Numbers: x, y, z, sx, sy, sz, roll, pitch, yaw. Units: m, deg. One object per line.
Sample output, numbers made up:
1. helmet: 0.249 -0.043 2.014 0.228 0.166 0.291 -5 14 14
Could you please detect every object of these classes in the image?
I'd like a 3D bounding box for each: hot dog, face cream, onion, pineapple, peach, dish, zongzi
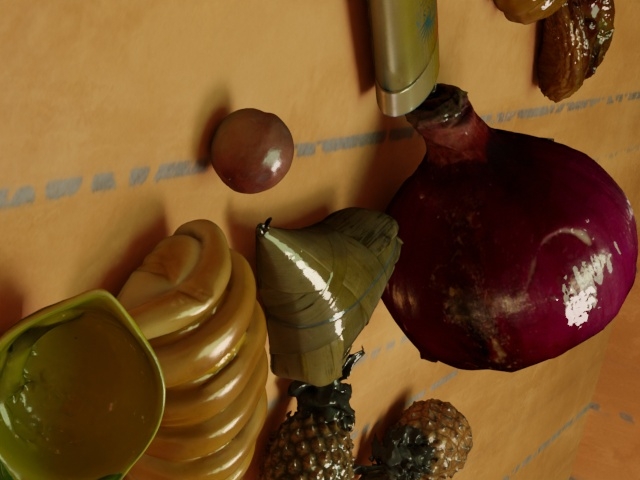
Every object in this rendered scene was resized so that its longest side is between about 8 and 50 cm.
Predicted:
1. hot dog: 0.389 -0.319 2.489 0.160 0.099 0.227 -58 153 -35
2. face cream: 0.092 -0.260 1.801 0.285 0.067 0.139 82 26 -55
3. onion: 0.204 -0.028 1.990 0.347 0.348 0.385 -53 125 -42
4. pineapple: -0.003 0.201 1.925 0.125 0.125 0.251 28 70 -69
5. pineapple: 0.125 0.312 2.311 0.248 0.128 0.128 -23 128 -59
6. peach: -0.065 -0.083 1.537 0.083 0.083 0.083 -52 152 -43
7. dish: -0.202 0.120 1.307 0.080 0.149 0.207 -103 -147 -69
8. zongzi: 0.000 0.000 1.760 0.228 0.115 0.256 -61 147 -36

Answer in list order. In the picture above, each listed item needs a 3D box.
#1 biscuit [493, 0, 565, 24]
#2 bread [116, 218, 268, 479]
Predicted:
1. biscuit: 0.320 -0.451 2.199 0.326 0.107 0.325 14 90 -70
2. bread: -0.117 0.133 1.526 0.173 0.121 0.311 -56 156 -39
